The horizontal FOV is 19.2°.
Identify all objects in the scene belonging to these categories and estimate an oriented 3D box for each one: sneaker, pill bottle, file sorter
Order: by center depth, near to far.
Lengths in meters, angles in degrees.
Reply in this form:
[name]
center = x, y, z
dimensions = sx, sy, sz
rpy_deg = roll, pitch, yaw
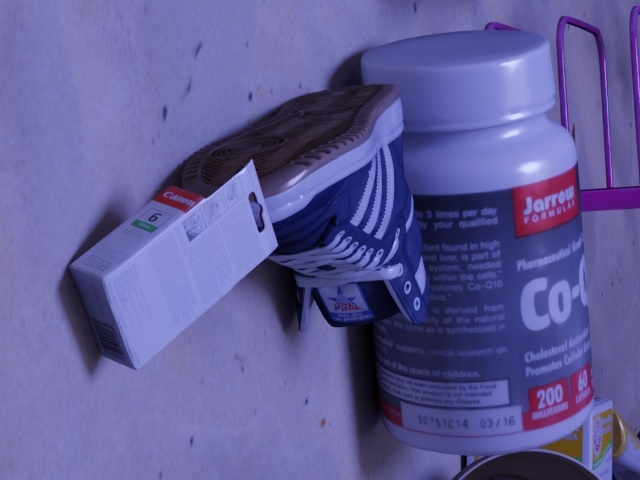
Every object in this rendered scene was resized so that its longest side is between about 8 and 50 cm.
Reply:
[sneaker]
center = 0.000, 0.000, 1.165
dimensions = 0.282, 0.099, 0.153
rpy_deg = -41, 126, -68
[pill bottle]
center = 0.111, -0.002, 1.375
dimensions = 0.161, 0.161, 0.283
rpy_deg = -41, 128, -64
[file sorter]
center = 0.310, -0.121, 1.741
dimensions = 0.202, 0.290, 0.182
rpy_deg = -6, 93, -70

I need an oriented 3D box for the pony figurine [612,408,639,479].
[pony figurine]
center = 0.374, 0.319, 1.996
dimensions = 0.363, 0.302, 0.351
rpy_deg = 0, 81, -55

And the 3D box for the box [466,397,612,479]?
[box]
center = 0.193, 0.239, 1.658
dimensions = 0.103, 0.114, 0.203
rpy_deg = 1, 91, -70

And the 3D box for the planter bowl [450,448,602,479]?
[planter bowl]
center = 0.160, 0.244, 1.542
dimensions = 0.109, 0.162, 0.162
rpy_deg = -173, -97, -84

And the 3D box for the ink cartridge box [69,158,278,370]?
[ink cartridge box]
center = -0.075, 0.009, 0.995
dimensions = 0.115, 0.029, 0.063
rpy_deg = -41, 133, -32
